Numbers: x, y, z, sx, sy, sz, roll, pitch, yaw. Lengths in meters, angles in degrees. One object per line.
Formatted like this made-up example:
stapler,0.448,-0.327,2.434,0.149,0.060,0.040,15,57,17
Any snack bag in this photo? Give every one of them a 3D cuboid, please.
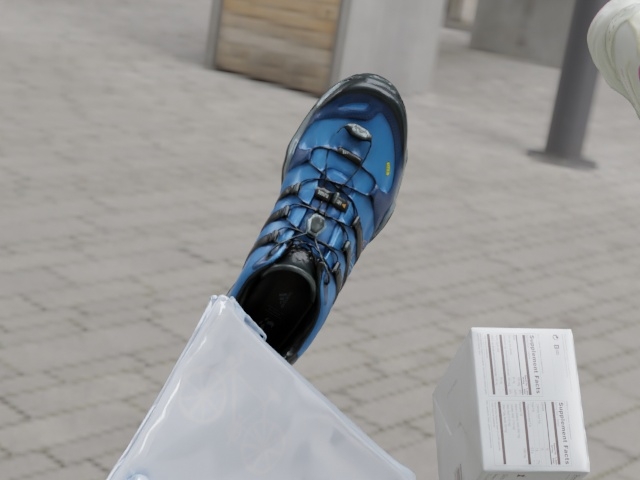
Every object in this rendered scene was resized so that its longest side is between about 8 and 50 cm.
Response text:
snack bag,-0.061,0.266,1.077,0.037,0.342,0.323,3,-35,46

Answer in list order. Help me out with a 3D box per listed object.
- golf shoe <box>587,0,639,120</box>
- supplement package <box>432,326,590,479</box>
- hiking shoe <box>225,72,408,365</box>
golf shoe,0.410,-0.132,1.441,0.306,0.115,0.140,46,5,-19
supplement package,0.257,0.264,1.833,0.145,0.204,0.262,1,-26,-7
hiking shoe,0.000,0.000,1.157,0.113,0.304,0.132,23,8,-8
